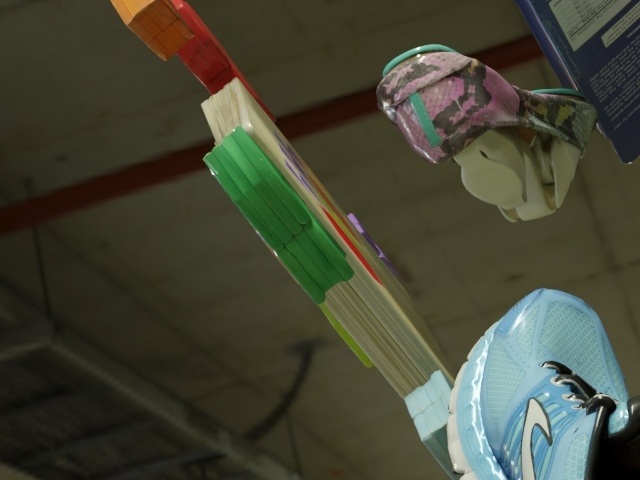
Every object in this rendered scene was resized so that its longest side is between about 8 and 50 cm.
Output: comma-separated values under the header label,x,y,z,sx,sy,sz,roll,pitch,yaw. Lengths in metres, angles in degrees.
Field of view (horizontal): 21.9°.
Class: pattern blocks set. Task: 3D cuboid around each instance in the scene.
label,x,y,z,sx,sy,sz,roll,pitch,yaw
pattern blocks set,0.000,0.000,0.697,0.026,0.285,0.325,-38,4,3

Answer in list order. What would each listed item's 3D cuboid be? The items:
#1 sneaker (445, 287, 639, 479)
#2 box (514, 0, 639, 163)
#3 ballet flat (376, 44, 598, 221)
label,x,y,z,sx,sy,sz,roll,pitch,yaw
sneaker,0.079,0.064,0.446,0.063,0.162,0.073,20,-58,-16
box,0.196,-0.158,1.041,0.136,0.036,0.225,-42,-45,-3
ballet flat,0.104,-0.053,0.937,0.077,0.079,0.221,-24,-16,26
